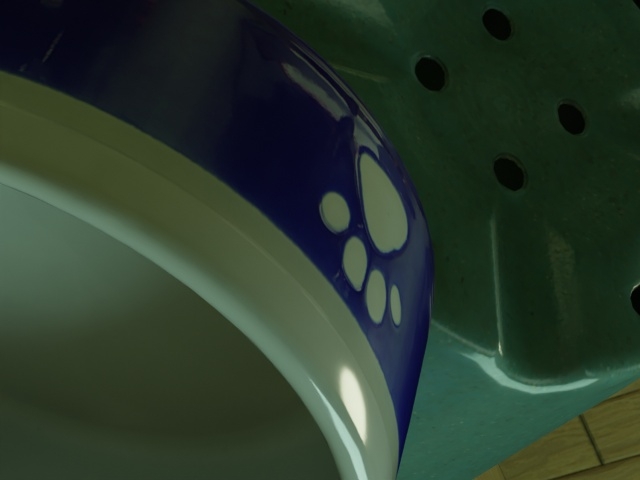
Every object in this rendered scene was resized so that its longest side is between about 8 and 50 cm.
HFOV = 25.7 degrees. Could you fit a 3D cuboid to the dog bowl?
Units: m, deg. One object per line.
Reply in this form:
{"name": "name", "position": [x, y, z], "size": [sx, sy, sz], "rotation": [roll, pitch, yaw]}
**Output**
{"name": "dog bowl", "position": [-0.098, 0.029, 0.466], "size": [0.265, 0.265, 0.104], "rotation": [-24, -148, 37]}

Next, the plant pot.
{"name": "plant pot", "position": [0.000, 0.000, 0.695], "size": [0.341, 0.341, 0.334], "rotation": [-24, 172, -39]}
